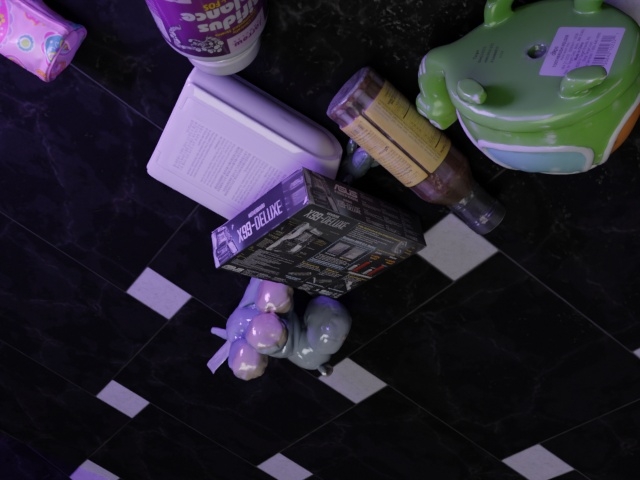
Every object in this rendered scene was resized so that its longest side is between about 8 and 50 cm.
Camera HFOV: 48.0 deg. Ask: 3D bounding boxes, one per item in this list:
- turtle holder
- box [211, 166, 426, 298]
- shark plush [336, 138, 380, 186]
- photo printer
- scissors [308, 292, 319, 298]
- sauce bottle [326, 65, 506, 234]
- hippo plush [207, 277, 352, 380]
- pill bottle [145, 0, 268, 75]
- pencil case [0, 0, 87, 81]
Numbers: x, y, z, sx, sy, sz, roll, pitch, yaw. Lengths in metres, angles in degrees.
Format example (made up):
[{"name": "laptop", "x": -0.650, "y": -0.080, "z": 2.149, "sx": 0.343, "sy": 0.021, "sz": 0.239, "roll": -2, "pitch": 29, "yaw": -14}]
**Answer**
[{"name": "turtle holder", "x": 0.290, "y": -0.197, "z": 1.016, "sx": 0.320, "sy": 0.243, "sz": 0.227, "roll": -16, "pitch": 141, "yaw": 19}, {"name": "box", "x": 0.000, "y": 0.000, "z": 1.291, "sx": 0.308, "sy": 0.076, "sz": 0.242, "roll": 18, "pitch": 140, "yaw": -41}, {"name": "shark plush", "x": 0.045, "y": -0.121, "z": 1.275, "sx": 0.073, "sy": 0.067, "sz": 0.161, "roll": 40, "pitch": 130, "yaw": -18}, {"name": "photo printer", "x": -0.129, "y": -0.145, "z": 1.285, "sx": 0.308, "sy": 0.107, "sz": 0.256, "roll": 29, "pitch": 133, "yaw": -9}, {"name": "scissors", "x": -0.072, "y": 0.053, "z": 1.499, "sx": 0.297, "sy": 0.021, "sz": 0.109, "roll": 33, "pitch": 132, "yaw": -11}, {"name": "sauce bottle", "x": 0.166, "y": -0.137, "z": 1.193, "sx": 0.344, "sy": 0.111, "sz": 0.111, "roll": 41, "pitch": 130, "yaw": -17}, {"name": "hippo plush", "x": -0.065, "y": 0.209, "z": 1.476, "sx": 0.237, "sy": 0.234, "sz": 0.294, "roll": 23, "pitch": 123, "yaw": -20}, {"name": "pill bottle", "x": -0.161, "y": -0.355, "z": 1.002, "sx": 0.169, "sy": 0.169, "sz": 0.301, "roll": 14, "pitch": 166, "yaw": 6}, {"name": "pencil case", "x": -0.538, "y": -0.390, "z": 1.195, "sx": 0.284, "sy": 0.124, "sz": 0.124, "roll": 37, "pitch": 131, "yaw": -12}]
